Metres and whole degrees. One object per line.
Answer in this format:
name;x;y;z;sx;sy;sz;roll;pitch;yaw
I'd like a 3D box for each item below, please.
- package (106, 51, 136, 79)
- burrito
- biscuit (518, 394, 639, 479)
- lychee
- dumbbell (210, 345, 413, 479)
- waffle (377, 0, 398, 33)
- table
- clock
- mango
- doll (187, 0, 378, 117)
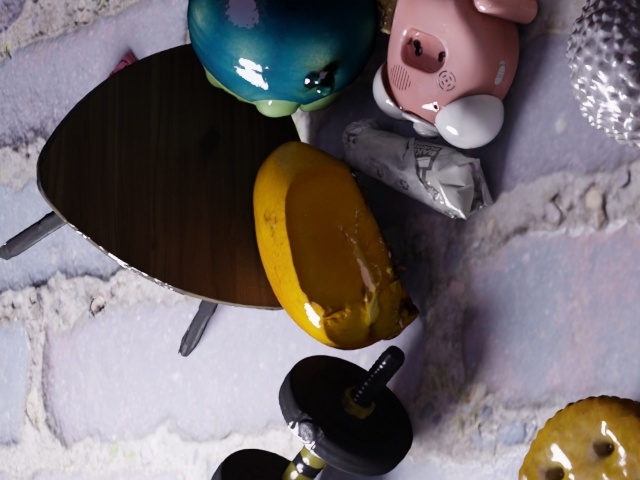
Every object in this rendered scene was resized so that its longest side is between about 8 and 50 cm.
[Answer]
package;-0.250;-0.188;2.317;0.083;0.029;0.059;-53;39;16
burrito;0.090;-0.076;1.874;0.203;0.064;0.064;27;104;47
biscuit;0.257;0.244;1.615;0.220;0.066;0.220;-10;76;49
lychee;0.290;-0.156;1.570;0.197;0.165;0.165;-7;78;61
dumbbell;-0.011;0.223;1.876;0.325;0.143;0.143;-54;47;29
waffle;0.066;-0.280;1.936;0.097;0.023;0.153;5;72;50
table;-0.201;-0.031;2.065;0.249;0.317;0.317;-39;54;57
clock;0.120;-0.179;1.832;0.166;0.092;0.162;28;108;48
mango;0.000;0.000;1.905;0.154;0.126;0.252;91;156;-51
doll;-0.057;-0.259;1.965;0.322;0.198;0.186;56;150;35
